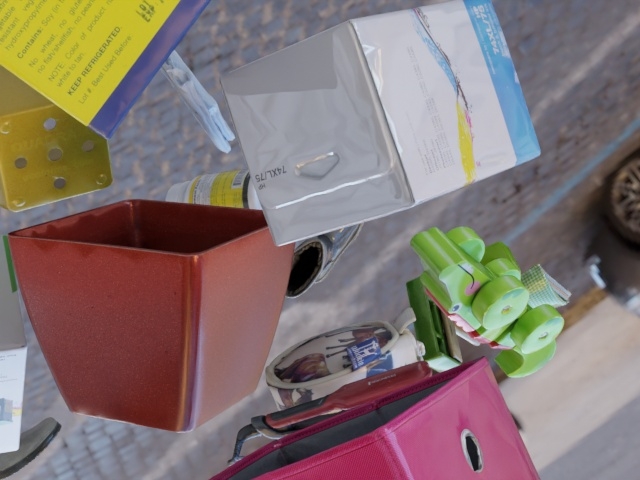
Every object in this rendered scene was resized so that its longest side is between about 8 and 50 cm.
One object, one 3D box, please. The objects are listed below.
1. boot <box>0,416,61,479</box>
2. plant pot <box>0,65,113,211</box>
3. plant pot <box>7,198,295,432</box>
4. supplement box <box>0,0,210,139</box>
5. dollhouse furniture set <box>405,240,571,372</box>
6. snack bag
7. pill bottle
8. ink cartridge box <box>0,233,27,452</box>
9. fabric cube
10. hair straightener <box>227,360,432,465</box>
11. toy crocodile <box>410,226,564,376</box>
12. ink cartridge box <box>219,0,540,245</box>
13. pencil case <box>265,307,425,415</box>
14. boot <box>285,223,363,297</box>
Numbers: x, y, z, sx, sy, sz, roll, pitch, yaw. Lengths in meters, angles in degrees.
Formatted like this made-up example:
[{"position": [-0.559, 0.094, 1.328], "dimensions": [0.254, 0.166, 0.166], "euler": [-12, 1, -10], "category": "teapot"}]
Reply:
[{"position": [-0.595, 0.351, 2.123], "dimensions": [0.246, 0.161, 0.083], "euler": [-36, -173, -16], "category": "boot"}, {"position": [-0.379, -0.156, 1.597], "dimensions": [0.212, 0.187, 0.212], "euler": [-17, 130, -21], "category": "plant pot"}, {"position": [-0.199, 0.092, 1.508], "dimensions": [0.267, 0.267, 0.235], "euler": [-23, 115, -62], "category": "plant pot"}, {"position": [-0.302, -0.286, 1.145], "dimensions": [0.356, 0.195, 0.194], "euler": [37, 88, -23], "category": "supplement box"}, {"position": [0.307, 0.144, 2.049], "dimensions": [0.198, 0.151, 0.301], "euler": [-24, 150, 23], "category": "dollhouse furniture set"}, {"position": [-0.223, -0.278, 1.509], "dimensions": [0.037, 0.323, 0.342], "euler": [-35, 170, -2], "category": "snack bag"}, {"position": [-0.174, -0.068, 2.214], "dimensions": [0.209, 0.119, 0.119], "euler": [-5, 171, 32], "category": "pill bottle"}, {"position": [-0.494, 0.156, 1.722], "dimensions": [0.117, 0.201, 0.278], "euler": [-5, 142, -21], "category": "ink cartridge box"}, {"position": [0.050, 0.282, 1.023], "dimensions": [0.259, 0.258, 0.254], "euler": [-26, 175, 27], "category": "fabric cube"}, {"position": [0.016, 0.199, 1.241], "dimensions": [0.230, 0.047, 0.089], "euler": [-20, 116, 2], "category": "hair straightener"}, {"position": [0.195, 0.074, 1.424], "dimensions": [0.105, 0.115, 0.340], "euler": [-45, 147, 8], "category": "toy crocodile"}, {"position": [0.070, -0.134, 1.317], "dimensions": [0.198, 0.197, 0.270], "euler": [-16, -176, 40], "category": "ink cartridge box"}, {"position": [0.098, 0.291, 1.385], "dimensions": [0.184, 0.410, 0.160], "euler": [-23, -171, 12], "category": "pencil case"}, {"position": [0.002, 0.000, 1.916], "dimensions": [0.189, 0.076, 0.208], "euler": [-67, 168, 3], "category": "boot"}]
